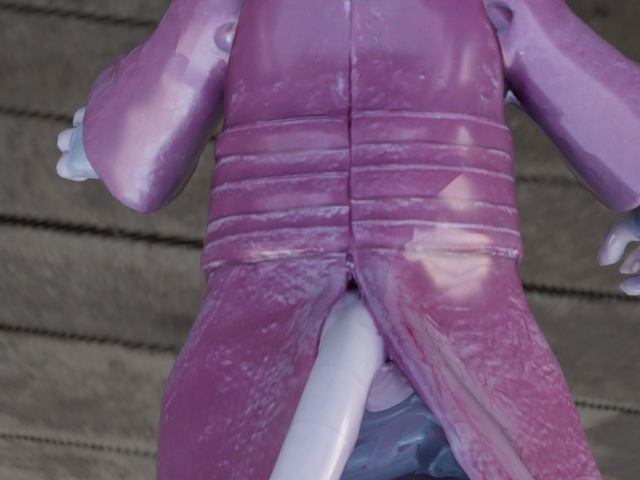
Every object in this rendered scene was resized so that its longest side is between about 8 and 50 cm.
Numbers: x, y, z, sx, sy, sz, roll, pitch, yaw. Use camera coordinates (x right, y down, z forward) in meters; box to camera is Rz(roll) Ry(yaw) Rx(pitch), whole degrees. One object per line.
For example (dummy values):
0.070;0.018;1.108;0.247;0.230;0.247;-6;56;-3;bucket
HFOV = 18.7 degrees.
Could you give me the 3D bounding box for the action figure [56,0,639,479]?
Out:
0.000;0.000;0.629;0.248;0.276;0.370;-5;78;9;action figure
